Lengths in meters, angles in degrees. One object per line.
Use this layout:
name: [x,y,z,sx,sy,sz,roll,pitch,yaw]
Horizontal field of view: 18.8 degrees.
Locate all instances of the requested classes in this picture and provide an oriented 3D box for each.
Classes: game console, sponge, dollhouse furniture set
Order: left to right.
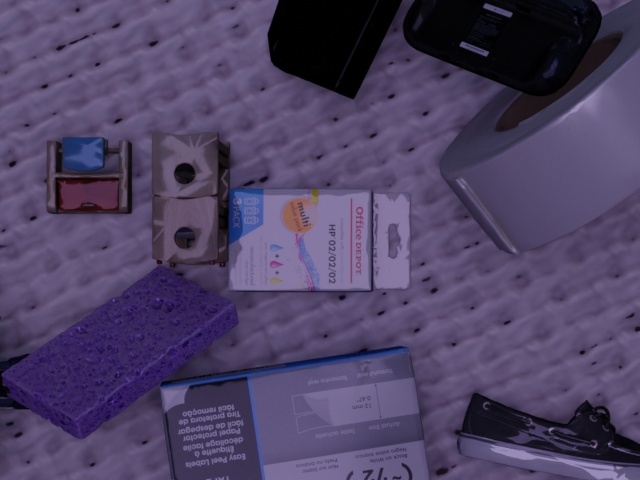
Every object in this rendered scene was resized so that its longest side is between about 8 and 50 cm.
sponge: [-0.195,0.107,1.896,0.210,0.031,0.117,-36,43,-30]
dollhouse furniture set: [-0.187,-0.038,1.930,0.184,0.129,0.129,0,88,3]
game console: [0.104,-0.218,1.869,0.361,0.044,0.213,26,91,39]

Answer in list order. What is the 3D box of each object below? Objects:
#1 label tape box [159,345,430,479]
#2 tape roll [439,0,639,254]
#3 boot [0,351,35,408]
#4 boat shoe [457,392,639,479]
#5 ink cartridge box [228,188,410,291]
label tape box: [-0.011,0.292,1.902,0.249,0.115,0.347,-8,85,-5]
tape roll: [0.250,-0.113,1.821,0.286,0.286,0.100,-38,101,2]
boot: [-0.260,0.142,1.950,0.190,0.086,0.069,-10,87,3]
boat shoe: [0.252,0.195,1.925,0.229,0.080,0.076,9,90,11]
ink cartridge box: [0.000,0.000,1.950,0.181,0.061,0.104,0,88,3]
